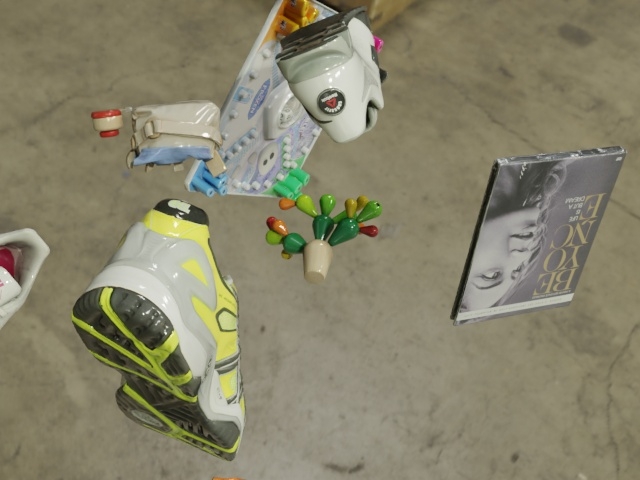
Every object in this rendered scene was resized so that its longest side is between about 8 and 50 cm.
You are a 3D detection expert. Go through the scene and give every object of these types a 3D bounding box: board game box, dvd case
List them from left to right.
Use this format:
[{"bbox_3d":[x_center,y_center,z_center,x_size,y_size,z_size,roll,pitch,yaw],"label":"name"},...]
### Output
[{"bbox_3d":[-0.053,-0.246,1.744,0.050,0.389,0.390,34,14,21],"label":"board game box"},{"bbox_3d":[0.241,-0.002,1.047,0.165,0.221,0.018,-8,39,-22],"label":"dvd case"}]

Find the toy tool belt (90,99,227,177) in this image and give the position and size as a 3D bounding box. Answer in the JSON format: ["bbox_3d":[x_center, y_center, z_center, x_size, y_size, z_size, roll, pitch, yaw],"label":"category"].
[{"bbox_3d":[-0.104,-0.062,0.607,0.083,0.051,0.052,-7,12,-7],"label":"toy tool belt"}]

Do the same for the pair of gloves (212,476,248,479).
[{"bbox_3d":[-0.112,0.335,1.212,0.074,0.010,0.083,5,20,7],"label":"pair of gloves"}]

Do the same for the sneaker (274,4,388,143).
[{"bbox_3d":[0.021,-0.213,1.216,0.123,0.146,0.330,-20,20,17],"label":"sneaker"}]

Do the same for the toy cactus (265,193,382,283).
[{"bbox_3d":[0.000,0.000,1.552,0.219,0.112,0.180,-6,46,17],"label":"toy cactus"}]

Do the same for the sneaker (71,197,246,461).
[{"bbox_3d":[-0.127,0.108,0.941,0.145,0.384,0.147,19,61,9],"label":"sneaker"}]

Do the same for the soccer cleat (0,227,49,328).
[{"bbox_3d":[-0.471,0.099,1.203,0.116,0.143,0.331,50,40,-24],"label":"soccer cleat"}]
